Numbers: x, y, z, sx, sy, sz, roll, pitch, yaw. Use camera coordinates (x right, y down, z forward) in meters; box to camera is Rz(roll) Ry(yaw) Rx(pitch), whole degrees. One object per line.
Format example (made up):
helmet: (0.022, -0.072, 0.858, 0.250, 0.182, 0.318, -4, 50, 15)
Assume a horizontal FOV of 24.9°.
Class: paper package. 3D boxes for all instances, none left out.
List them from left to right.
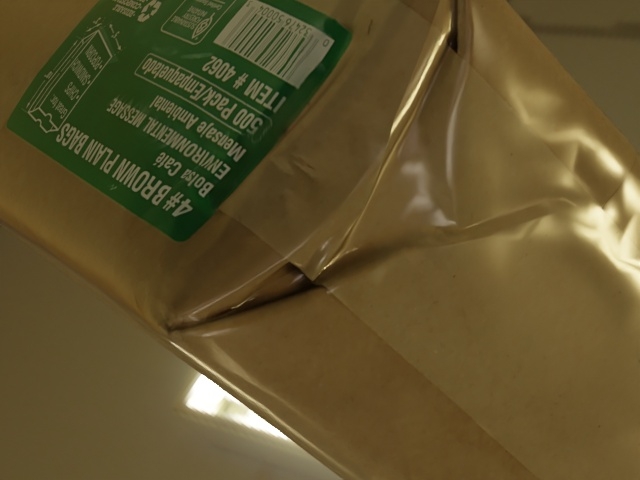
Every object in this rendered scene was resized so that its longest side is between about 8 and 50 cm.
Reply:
paper package: (0.000, 0.000, 0.667, 0.168, 0.309, 0.325, -54, -144, -6)
